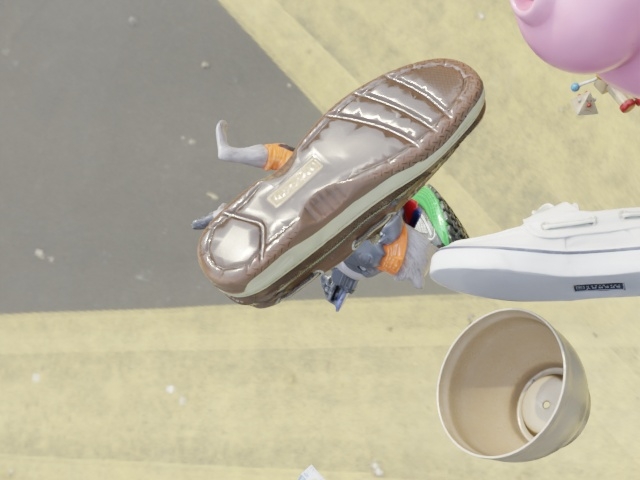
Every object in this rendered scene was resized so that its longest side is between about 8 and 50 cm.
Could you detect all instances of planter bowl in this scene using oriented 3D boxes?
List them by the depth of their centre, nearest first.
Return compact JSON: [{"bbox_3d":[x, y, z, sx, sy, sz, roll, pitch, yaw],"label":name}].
[{"bbox_3d":[0.222,0.165,1.004,0.162,0.109,0.162,-28,49,37],"label":"planter bowl"}]

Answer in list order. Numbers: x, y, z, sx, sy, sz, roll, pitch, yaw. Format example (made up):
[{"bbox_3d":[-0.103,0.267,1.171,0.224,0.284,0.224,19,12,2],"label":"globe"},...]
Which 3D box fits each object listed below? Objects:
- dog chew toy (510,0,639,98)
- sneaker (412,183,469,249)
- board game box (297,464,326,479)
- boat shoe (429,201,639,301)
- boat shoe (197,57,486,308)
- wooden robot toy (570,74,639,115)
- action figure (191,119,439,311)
[{"bbox_3d":[0.308,-0.208,0.787,0.206,0.331,0.207,175,90,-68],"label":"dog chew toy"},{"bbox_3d":[0.150,-0.021,1.606,0.146,0.134,0.343,-40,32,-1],"label":"sneaker"},{"bbox_3d":[0.018,0.470,1.630,0.026,0.103,0.154,-37,74,-28],"label":"board game box"},{"bbox_3d":[0.242,0.004,0.920,0.267,0.096,0.088,-4,65,21],"label":"boat shoe"},{"bbox_3d":[0.023,-0.041,0.740,0.257,0.095,0.095,-35,55,0],"label":"boat shoe"},{"bbox_3d":[0.401,-0.222,1.208,0.173,0.079,0.076,-26,59,-18],"label":"wooden robot toy"},{"bbox_3d":[0.000,0.000,1.316,0.330,0.179,0.341,17,130,7],"label":"action figure"}]
